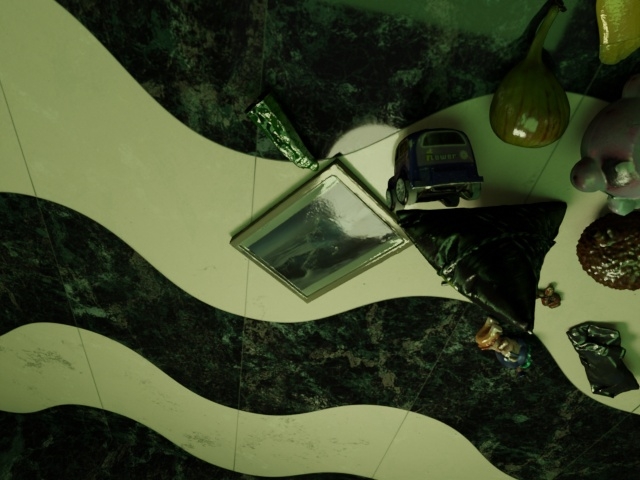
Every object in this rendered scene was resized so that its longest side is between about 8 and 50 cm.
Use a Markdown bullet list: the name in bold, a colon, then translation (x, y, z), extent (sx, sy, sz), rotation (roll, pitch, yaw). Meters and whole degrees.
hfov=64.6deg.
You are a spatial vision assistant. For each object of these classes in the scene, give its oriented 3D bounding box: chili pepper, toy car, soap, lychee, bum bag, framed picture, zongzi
- **chili pepper**: translation (-0.074, -0.244, 1.187), extent (0.088, 0.059, 0.227), rotation (-28, 122, 28)
- **toy car**: translation (0.235, -0.153, 1.113), extent (0.172, 0.158, 0.235), rotation (-5, 176, -10)
- **soap**: translation (0.544, -0.392, 0.905), extent (0.089, 0.033, 0.168), rotation (-9, 130, 25)
- **lychee**: translation (0.688, 0.022, 1.141), extent (0.238, 0.200, 0.200), rotation (20, 137, -30)
- **bum bag**: translation (0.834, 0.358, 1.488), extent (0.137, 0.074, 0.310), rotation (-12, 123, 39)
- **framed picture**: translation (0.000, 0.000, 1.409), extent (0.326, 0.028, 0.446), rotation (40, 129, -22)
- **zongzi**: translation (0.391, 0.067, 1.088), extent (0.383, 0.362, 0.319), rotation (9, 124, -37)

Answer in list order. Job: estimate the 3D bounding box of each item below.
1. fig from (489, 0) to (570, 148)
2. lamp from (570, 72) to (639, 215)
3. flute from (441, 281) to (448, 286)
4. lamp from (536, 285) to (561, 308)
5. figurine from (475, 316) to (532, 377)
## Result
- **fig**: translation (0.407, -0.301, 0.954), extent (0.151, 0.151, 0.259), rotation (5, 129, 10)
- **lamp**: translation (0.655, -0.146, 0.957), extent (0.301, 0.247, 0.247), rotation (28, 103, -9)
- **flute**: translation (0.461, 0.096, 1.388), extent (0.269, 0.014, 0.014), rotation (-15, 127, 26)
- **lamp**: translation (0.627, 0.160, 1.394), extent (0.063, 0.031, 0.083), rotation (-28, 124, 34)
- **figurine**: translation (0.550, 0.316, 1.519), extent (0.195, 0.111, 0.102), rotation (33, 114, -11)
